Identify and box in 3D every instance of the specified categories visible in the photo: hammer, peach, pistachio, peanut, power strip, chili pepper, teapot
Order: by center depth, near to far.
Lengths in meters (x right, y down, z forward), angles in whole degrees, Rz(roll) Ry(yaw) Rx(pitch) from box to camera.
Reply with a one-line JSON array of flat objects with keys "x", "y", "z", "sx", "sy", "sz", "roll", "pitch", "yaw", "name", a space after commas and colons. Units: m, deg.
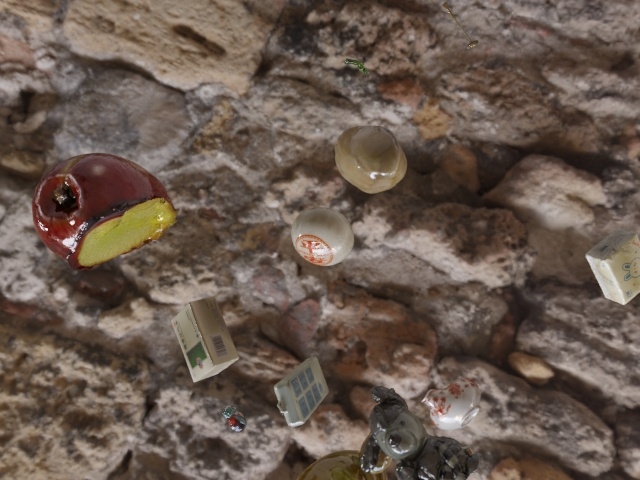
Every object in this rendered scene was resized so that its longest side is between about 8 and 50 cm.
[{"x": -0.032, "y": 0.279, "z": 1.042, "sx": 0.035, "sy": 0.081, "sz": 0.192, "roll": -22, "pitch": 177, "yaw": 17, "name": "power strip"}, {"x": -0.466, "y": -0.085, "z": 1.222, "sx": 0.201, "sy": 0.257, "sz": 0.361, "roll": 53, "pitch": -164, "yaw": 8, "name": "peach"}, {"x": 0.312, "y": -0.486, "z": 1.251, "sx": 0.123, "sy": 0.029, "sz": 0.014, "roll": 57, "pitch": -177, "yaw": 6, "name": "hammer"}, {"x": 0.157, "y": 0.479, "z": 1.357, "sx": 0.089, "sy": 0.193, "sz": 0.089, "roll": 21, "pitch": -167, "yaw": -5, "name": "peanut"}, {"x": 0.374, "y": 0.447, "z": 1.518, "sx": 0.116, "sy": 0.159, "sz": 0.245, "roll": 26, "pitch": -176, "yaw": 35, "name": "teapot"}, {"x": 0.138, "y": -0.226, "z": 1.527, "sx": 0.162, "sy": 0.182, "sz": 0.293, "roll": 4, "pitch": -160, "yaw": -20, "name": "pistachio"}, {"x": 0.107, "y": -0.501, "z": 1.590, "sx": 0.083, "sy": 0.027, "sz": 0.022, "roll": 21, "pitch": -163, "yaw": -28, "name": "chili pepper"}]

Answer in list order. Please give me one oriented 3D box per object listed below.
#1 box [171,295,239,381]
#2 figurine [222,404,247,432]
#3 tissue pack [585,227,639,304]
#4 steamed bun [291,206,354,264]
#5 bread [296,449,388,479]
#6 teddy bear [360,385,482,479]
[{"x": -0.358, "y": 0.303, "z": 1.705, "sx": 0.095, "sy": 0.212, "sz": 0.168, "roll": -13, "pitch": 160, "yaw": -39, "name": "box"}, {"x": -0.237, "y": 0.481, "z": 1.511, "sx": 0.060, "sy": 0.047, "sz": 0.106, "roll": 47, "pitch": 169, "yaw": -24, "name": "figurine"}, {"x": 0.946, "y": 0.083, "z": 1.747, "sx": 0.196, "sy": 0.148, "sz": 0.092, "roll": 54, "pitch": 175, "yaw": -24, "name": "tissue pack"}, {"x": 0.000, "y": 0.000, "z": 1.980, "sx": 0.231, "sy": 0.145, "sz": 0.232, "roll": 12, "pitch": 135, "yaw": 12, "name": "steamed bun"}, {"x": 0.058, "y": 0.690, "z": 1.429, "sx": 0.333, "sy": 0.333, "sz": 0.160, "roll": 27, "pitch": -173, "yaw": -41, "name": "bread"}, {"x": 0.172, "y": 0.430, "z": 1.124, "sx": 0.251, "sy": 0.171, "sz": 0.144, "roll": 32, "pitch": -177, "yaw": 10, "name": "teddy bear"}]
